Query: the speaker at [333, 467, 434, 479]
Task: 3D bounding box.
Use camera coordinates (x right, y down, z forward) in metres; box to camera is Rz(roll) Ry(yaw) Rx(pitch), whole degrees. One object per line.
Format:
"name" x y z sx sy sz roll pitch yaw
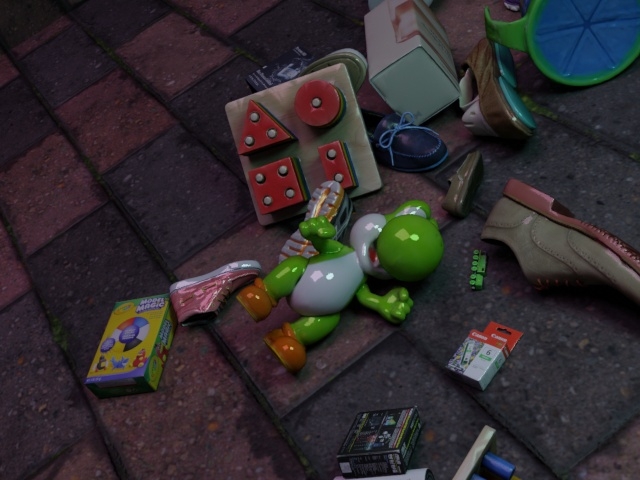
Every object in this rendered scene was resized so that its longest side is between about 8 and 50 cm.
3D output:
"speaker" 0.084 0.341 1.149 0.136 0.055 0.055 -12 42 20

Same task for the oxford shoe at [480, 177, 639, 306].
"oxford shoe" 0.386 0.034 1.284 0.130 0.123 0.348 -57 42 8

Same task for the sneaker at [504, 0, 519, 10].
"sneaker" 0.464 -0.536 1.857 0.170 0.071 0.068 23 62 43

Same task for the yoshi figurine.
"yoshi figurine" 0.055 0.053 1.387 0.362 0.203 0.203 -34 55 -10

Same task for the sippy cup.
"sippy cup" 0.488 -0.446 1.644 0.224 0.306 0.240 -94 29 -59

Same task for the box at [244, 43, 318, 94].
"box" -0.068 -0.354 1.957 0.158 0.093 0.156 -32 39 -5

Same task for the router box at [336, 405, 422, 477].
"router box" 0.085 0.281 1.189 0.092 0.038 0.122 -11 15 22

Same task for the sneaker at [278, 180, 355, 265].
"sneaker" 0.000 0.000 1.552 0.084 0.083 0.214 21 78 45

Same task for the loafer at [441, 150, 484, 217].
"loafer" 0.255 -0.106 1.528 0.050 0.056 0.148 7 51 27

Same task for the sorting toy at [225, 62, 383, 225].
"sorting toy" -0.042 -0.184 1.636 0.257 0.255 0.089 -17 -1 14

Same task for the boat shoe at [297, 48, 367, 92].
"boat shoe" 0.000 -0.303 1.769 0.302 0.113 0.103 -36 7 43

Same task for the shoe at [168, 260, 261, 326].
"shoe" -0.187 0.100 1.570 0.178 0.063 0.081 -18 62 -5

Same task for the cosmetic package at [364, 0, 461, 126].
"cosmetic package" 0.187 -0.388 1.766 0.129 0.153 0.296 -32 33 24

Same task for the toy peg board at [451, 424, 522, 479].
"toy peg board" 0.196 0.336 1.020 0.079 0.160 0.161 24 61 27

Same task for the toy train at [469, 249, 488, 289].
"toy train" 0.260 0.047 1.393 0.024 0.017 0.083 1 47 18

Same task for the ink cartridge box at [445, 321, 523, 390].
"ink cartridge box" 0.245 0.164 1.266 0.063 0.029 0.115 19 59 43

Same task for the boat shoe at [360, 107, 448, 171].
"boat shoe" 0.132 -0.203 1.678 0.258 0.089 0.109 17 58 42

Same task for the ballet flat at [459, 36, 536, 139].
"ballet flat" 0.327 -0.277 1.643 0.124 0.116 0.342 -34 34 26

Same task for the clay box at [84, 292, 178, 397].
"clay box" -0.340 0.181 1.573 0.128 0.053 0.222 -11 43 20

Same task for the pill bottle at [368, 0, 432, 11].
"pill bottle" 0.217 -0.635 2.044 0.153 0.153 0.264 2 49 32
